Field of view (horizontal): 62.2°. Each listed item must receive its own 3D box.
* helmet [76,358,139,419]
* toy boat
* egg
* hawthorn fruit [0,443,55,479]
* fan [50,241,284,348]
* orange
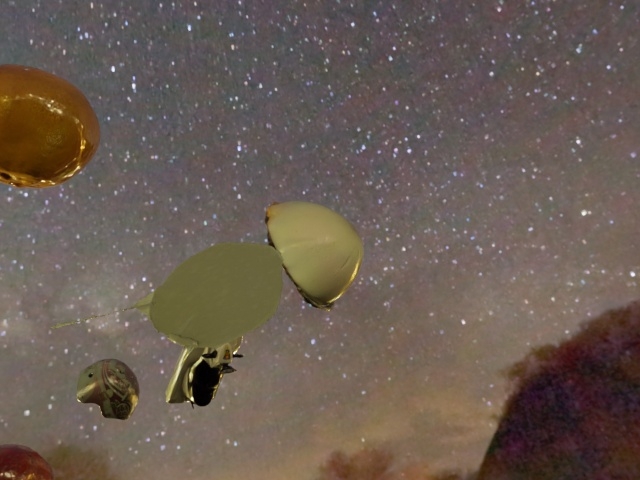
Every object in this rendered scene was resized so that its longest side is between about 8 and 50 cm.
[{"bbox_3d":[-0.546,0.381,1.412,0.177,0.153,0.107,40,-86,-22],"label":"helmet"},{"bbox_3d":[-0.269,0.297,1.275,0.140,0.141,0.270,12,-57,-38],"label":"toy boat"},{"bbox_3d":[0.003,0.004,1.239,0.174,0.286,0.264,-35,-55,11],"label":"egg"},{"bbox_3d":[-0.622,0.475,1.013,0.200,0.179,0.179,4,-19,33],"label":"hawthorn fruit"},{"bbox_3d":[-0.194,0.078,0.666,0.309,0.182,0.010,-12,-50,5],"label":"fan"},{"bbox_3d":[-0.350,-0.130,0.635,0.158,0.136,0.159,6,-16,2],"label":"orange"}]
